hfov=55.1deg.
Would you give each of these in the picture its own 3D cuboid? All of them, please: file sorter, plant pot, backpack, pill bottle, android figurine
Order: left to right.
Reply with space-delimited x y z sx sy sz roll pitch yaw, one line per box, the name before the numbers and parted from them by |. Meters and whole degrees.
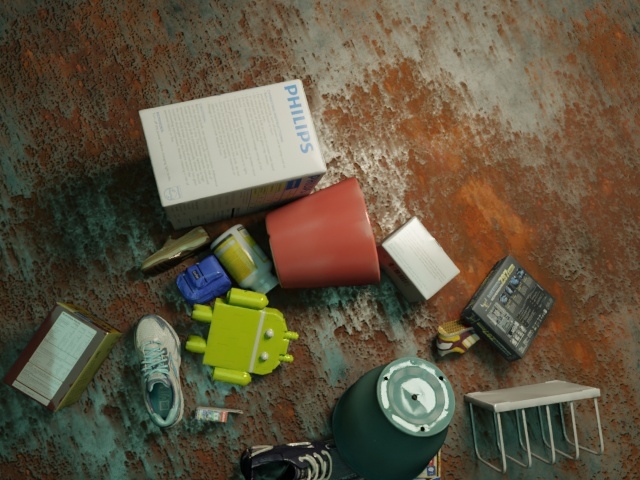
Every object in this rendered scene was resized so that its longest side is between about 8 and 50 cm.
backpack | -0.300 0.099 1.541 0.120 0.101 0.098 -31 63 -10
android figurine | -0.194 0.243 1.532 0.272 0.056 0.248 14 101 -6
pill bottle | -0.188 0.057 1.563 0.103 0.103 0.184 -38 88 -12
plant pot | 0.000 0.000 1.534 0.243 0.275 0.275 -13 84 0
plant pot | 0.187 0.404 1.443 0.271 0.255 0.272 7 54 -10
file sorter | 0.544 0.470 1.564 0.277 0.193 0.173 -6 85 -9

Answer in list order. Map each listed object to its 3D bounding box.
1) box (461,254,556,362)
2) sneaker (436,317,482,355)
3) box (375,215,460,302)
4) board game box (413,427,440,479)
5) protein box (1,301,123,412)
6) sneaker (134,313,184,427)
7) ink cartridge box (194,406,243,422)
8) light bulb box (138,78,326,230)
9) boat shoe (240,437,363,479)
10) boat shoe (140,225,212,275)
box | 0.502 0.177 1.631 0.183 0.059 0.233 44 57 -1
sneaker | 0.389 0.256 1.642 0.185 0.069 0.084 -8 115 -21
box | 0.237 0.054 1.585 0.119 0.182 0.181 -39 88 -10
board game box | 0.234 0.570 1.577 0.146 0.045 0.193 3 81 -7
protein box | -0.589 0.265 1.425 0.136 0.200 0.201 32 78 -3
sneaker | -0.387 0.315 1.486 0.110 0.122 0.283 -13 84 -10
ink cartridge box | -0.251 0.432 1.518 0.115 0.063 0.029 8 80 -7
light bulb box | -0.209 -0.189 1.468 0.361 0.358 0.225 -14 85 -11
boat shoe | -0.022 0.555 1.485 0.340 0.158 0.127 -2 82 -8
boat shoe | -0.377 0.022 1.568 0.190 0.068 0.072 -26 74 -21
